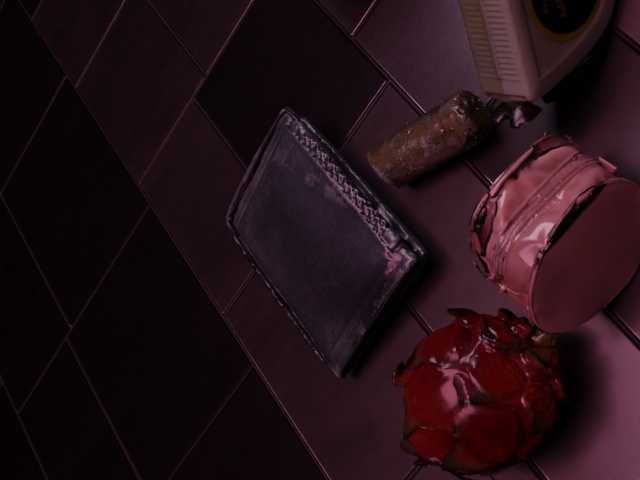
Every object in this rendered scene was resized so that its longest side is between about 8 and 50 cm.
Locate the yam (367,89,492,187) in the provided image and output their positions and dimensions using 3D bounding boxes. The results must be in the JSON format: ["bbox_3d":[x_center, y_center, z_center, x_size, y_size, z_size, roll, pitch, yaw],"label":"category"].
[{"bbox_3d":[0.143,-0.132,1.430,0.179,0.078,0.078,-30,64,36],"label":"yam"}]

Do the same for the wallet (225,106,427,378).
[{"bbox_3d":[0.000,0.000,1.548,0.342,0.075,0.237,51,123,33],"label":"wallet"}]

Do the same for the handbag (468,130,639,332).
[{"bbox_3d":[0.271,-0.008,1.222,0.205,0.179,0.116,-47,44,-9],"label":"handbag"}]

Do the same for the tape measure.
[{"bbox_3d":[0.260,-0.284,1.281,0.115,0.207,0.235,16,133,50],"label":"tape measure"}]

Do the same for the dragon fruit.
[{"bbox_3d":[0.180,0.191,1.281,0.192,0.193,0.274,46,118,8],"label":"dragon fruit"}]
